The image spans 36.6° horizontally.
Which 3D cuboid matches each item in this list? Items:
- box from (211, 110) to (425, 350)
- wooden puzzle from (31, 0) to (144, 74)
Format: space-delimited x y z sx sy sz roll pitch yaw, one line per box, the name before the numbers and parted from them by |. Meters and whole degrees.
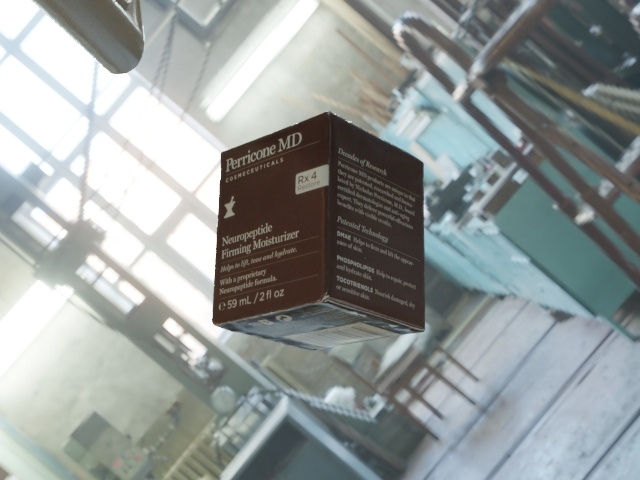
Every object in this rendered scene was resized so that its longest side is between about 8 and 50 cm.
box | 0.000 0.000 1.046 0.168 0.167 0.203 -16 65 39
wooden puzzle | -0.247 -0.361 0.921 0.322 0.080 0.348 53 -146 -84
